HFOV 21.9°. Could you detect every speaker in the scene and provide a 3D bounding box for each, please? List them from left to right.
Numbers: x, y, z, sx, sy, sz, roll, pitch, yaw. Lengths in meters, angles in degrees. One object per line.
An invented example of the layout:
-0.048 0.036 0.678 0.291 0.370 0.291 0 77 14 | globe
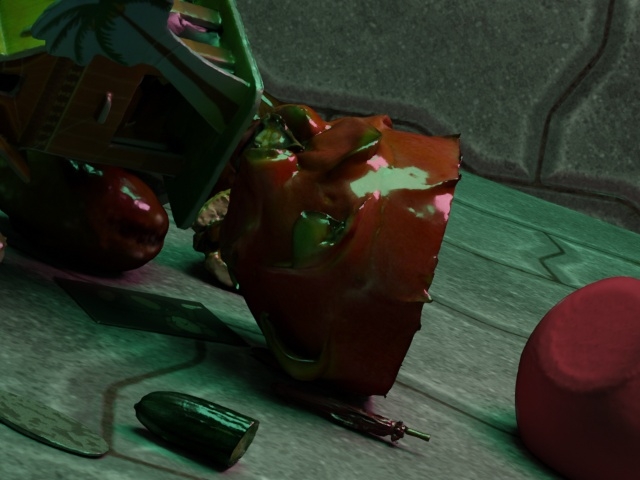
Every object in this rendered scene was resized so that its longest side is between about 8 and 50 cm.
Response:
0.361 0.177 1.789 0.294 0.294 0.294 19 11 -4 | speaker

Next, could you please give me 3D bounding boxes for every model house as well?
-0.232 -0.241 1.656 0.323 0.340 0.300 10 41 -29 | model house

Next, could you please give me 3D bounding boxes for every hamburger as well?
-0.075 -0.015 2.063 0.155 0.135 0.208 22 9 0 | hamburger

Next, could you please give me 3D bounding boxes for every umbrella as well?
0.028 0.171 1.630 0.165 0.025 0.027 19 30 8 | umbrella

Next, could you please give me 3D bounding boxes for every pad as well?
-0.181 0.076 1.777 0.190 0.004 0.127 11 14 -35 | pad

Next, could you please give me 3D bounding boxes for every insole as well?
-0.259 0.135 1.355 0.193 0.006 0.065 22 12 12 | insole

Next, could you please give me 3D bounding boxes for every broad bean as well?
-0.280 -0.046 1.886 0.228 0.122 0.156 28 8 22 | broad bean

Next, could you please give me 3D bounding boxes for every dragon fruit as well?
0.000 0.000 1.705 0.225 0.305 0.305 16 12 -7 | dragon fruit

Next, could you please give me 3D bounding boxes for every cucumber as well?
-0.109 0.157 1.412 0.105 0.048 0.048 20 11 10 | cucumber

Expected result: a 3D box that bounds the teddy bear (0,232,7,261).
-0.433 -0.086 1.618 0.267 0.156 0.256 9 24 -15 | teddy bear

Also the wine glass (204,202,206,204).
-0.162 -0.034 2.255 0.042 0.039 0.083 23 7 28 | wine glass

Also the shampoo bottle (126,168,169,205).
-0.219 -0.082 1.996 0.153 0.071 0.284 32 -18 -5 | shampoo bottle

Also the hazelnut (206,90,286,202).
-0.129 -0.120 2.400 0.208 0.208 0.208 19 11 -4 | hazelnut
